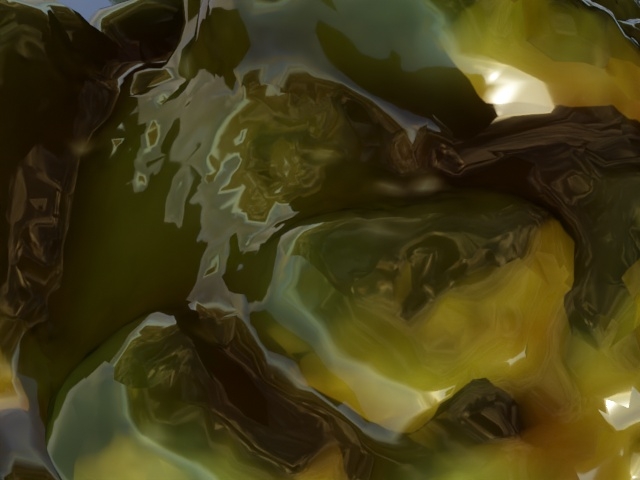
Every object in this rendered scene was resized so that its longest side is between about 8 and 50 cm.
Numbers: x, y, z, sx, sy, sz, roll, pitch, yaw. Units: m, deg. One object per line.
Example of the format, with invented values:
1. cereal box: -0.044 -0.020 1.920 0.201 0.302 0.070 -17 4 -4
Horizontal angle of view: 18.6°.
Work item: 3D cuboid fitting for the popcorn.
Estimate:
1. popcorn: -0.001 -0.008 0.626 0.321 0.290 0.325 51 -158 -44
